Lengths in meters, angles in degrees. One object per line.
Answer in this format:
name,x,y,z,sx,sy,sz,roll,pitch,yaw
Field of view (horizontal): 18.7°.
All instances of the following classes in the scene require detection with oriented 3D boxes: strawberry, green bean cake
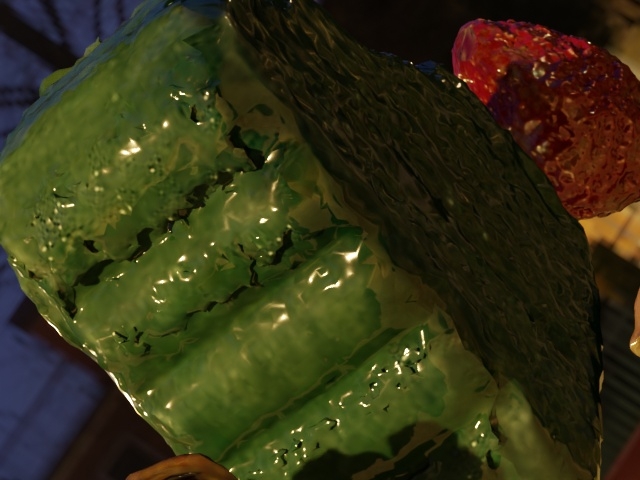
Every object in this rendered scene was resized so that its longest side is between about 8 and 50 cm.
strawberry,0.144,-0.072,1.224,0.131,0.148,0.131,-30,52,49
green bean cake,0.000,0.000,0.977,0.169,0.300,0.308,-35,13,21

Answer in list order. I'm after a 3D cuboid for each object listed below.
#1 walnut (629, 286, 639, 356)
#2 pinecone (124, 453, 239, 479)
walnut,0.315,0.028,1.379,0.167,0.211,0.087,135,132,-63
pinecone,-0.054,0.218,0.756,0.243,0.257,0.243,-25,-34,-18
